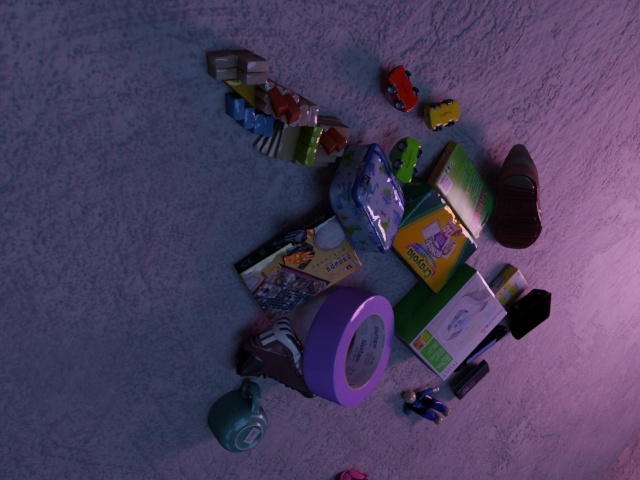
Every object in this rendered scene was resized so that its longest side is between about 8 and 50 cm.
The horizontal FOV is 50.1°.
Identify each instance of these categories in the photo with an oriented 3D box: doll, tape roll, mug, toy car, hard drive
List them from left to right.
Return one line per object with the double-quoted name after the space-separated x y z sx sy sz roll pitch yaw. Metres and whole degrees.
-0.191 0.427 1.625 0.129 0.097 0.157 -20 126 -24 "mug"
0.072 0.253 1.638 0.275 0.090 0.274 -25 122 -50 "tape roll"
0.195 -0.238 1.497 0.239 0.053 0.225 18 88 -40 "toy car"
0.310 0.486 2.041 0.189 0.046 0.129 33 104 -36 "doll"
0.467 0.431 2.116 0.135 0.022 0.094 -42 150 -5 "hard drive"

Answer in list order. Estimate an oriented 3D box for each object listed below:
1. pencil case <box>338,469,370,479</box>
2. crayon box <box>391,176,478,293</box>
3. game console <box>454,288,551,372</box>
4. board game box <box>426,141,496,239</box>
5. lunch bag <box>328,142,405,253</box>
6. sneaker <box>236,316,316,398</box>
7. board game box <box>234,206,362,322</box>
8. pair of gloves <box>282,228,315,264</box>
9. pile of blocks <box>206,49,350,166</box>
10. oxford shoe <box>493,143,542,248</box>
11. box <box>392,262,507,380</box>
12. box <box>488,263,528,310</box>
0.088 0.786 2.041 0.098 0.095 0.209 -16 128 -46 "pencil case"
0.259 -0.009 1.686 0.165 0.081 0.278 -48 132 -2 "crayon box"
0.542 0.283 2.053 0.361 0.044 0.213 -36 148 -3 "game console"
0.357 -0.117 1.701 0.259 0.039 0.124 43 71 -40 "board game box"
0.107 -0.093 1.490 0.219 0.090 0.176 60 42 -41 "lunch bag"
-0.112 0.299 1.622 0.162 0.106 0.281 -22 132 -1 "sneaker"
-0.046 0.056 1.512 0.243 0.042 0.165 -31 126 -4 "board game box"
-0.045 0.013 1.453 0.074 0.010 0.083 -12 121 -17 "pair of gloves"
-0.073 -0.226 1.308 0.362 0.112 0.149 30 97 -41 "pile of blocks"
0.523 -0.105 1.789 0.348 0.123 0.130 77 24 -54 "oxford shoe"
0.336 0.206 1.842 0.262 0.127 0.231 -46 130 -4 "box"
0.521 0.165 1.999 0.179 0.043 0.105 -48 133 -4 "box"
